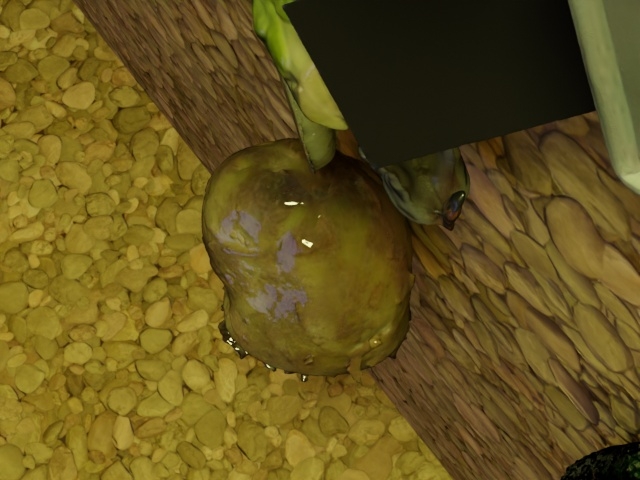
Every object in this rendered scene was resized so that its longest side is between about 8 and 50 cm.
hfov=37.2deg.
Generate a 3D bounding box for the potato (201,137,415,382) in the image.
[{"bbox_3d":[0.000,0.000,1.148,0.237,0.289,0.301,114,156,-61],"label":"potato"}]

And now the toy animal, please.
[{"bbox_3d":[0.058,-0.119,0.824,0.170,0.090,0.255,58,-171,-39],"label":"toy animal"}]

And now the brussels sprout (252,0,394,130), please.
[{"bbox_3d":[0.024,-0.163,0.657,0.161,0.144,0.180,98,169,-67],"label":"brussels sprout"}]

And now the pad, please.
[{"bbox_3d":[0.087,-0.112,0.548,0.127,0.190,0.004,59,-147,-31],"label":"pad"}]

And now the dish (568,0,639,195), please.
[{"bbox_3d":[0.175,-0.082,0.424,0.151,0.077,0.212,42,166,48],"label":"dish"}]

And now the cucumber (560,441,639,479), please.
[{"bbox_3d":[0.315,0.246,0.979,0.072,0.072,0.300,51,168,13],"label":"cucumber"}]

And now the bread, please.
[{"bbox_3d":[-0.034,-0.195,0.920,0.267,0.040,0.267,-18,-90,-89],"label":"bread"}]
